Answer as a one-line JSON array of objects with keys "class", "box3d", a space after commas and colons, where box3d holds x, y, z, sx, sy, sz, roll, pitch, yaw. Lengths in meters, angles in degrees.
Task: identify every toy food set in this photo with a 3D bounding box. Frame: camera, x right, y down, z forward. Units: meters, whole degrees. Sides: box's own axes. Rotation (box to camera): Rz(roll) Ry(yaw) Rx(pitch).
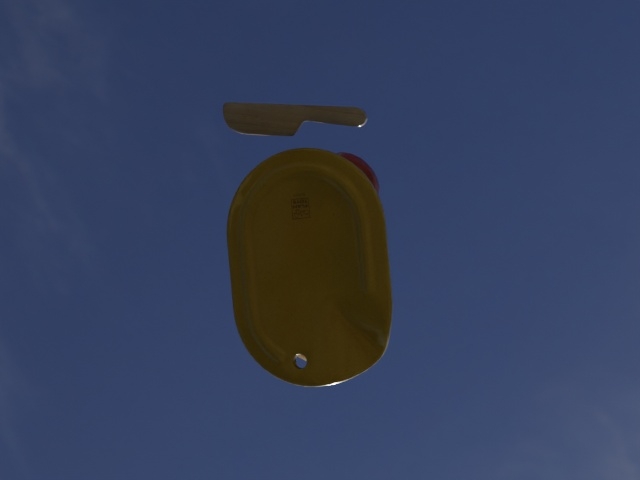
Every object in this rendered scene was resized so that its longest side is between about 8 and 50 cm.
[{"class": "toy food set", "box3d": [0.000, 0.000, 1.465, 0.071, 0.128, 0.217, -2, -92, -69]}]
